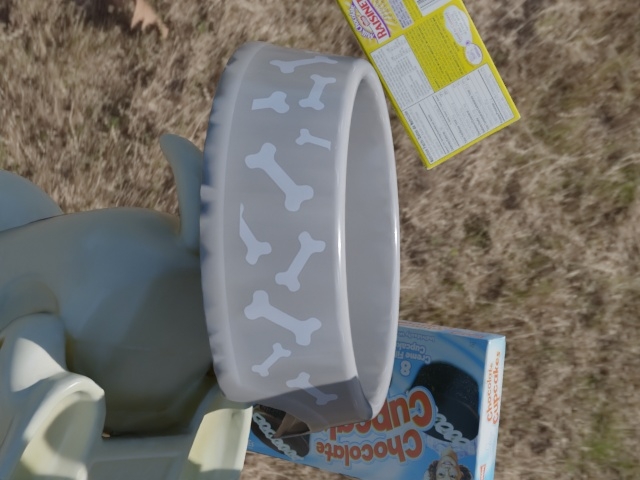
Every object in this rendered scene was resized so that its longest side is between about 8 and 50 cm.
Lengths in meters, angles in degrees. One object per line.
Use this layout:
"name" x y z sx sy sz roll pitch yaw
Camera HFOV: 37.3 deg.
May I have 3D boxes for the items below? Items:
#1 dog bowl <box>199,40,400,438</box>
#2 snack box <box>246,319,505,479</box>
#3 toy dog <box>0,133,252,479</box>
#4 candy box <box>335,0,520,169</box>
"dog bowl" 0.000 0.000 0.821 0.102 0.349 0.349 0 79 13
"snack box" 0.052 0.184 1.124 0.060 0.322 0.187 0 95 -59
"toy dog" -0.289 0.060 0.921 0.284 0.408 0.395 -3 111 -50
"candy box" 0.099 -0.182 0.908 0.105 0.027 0.206 -28 103 7
